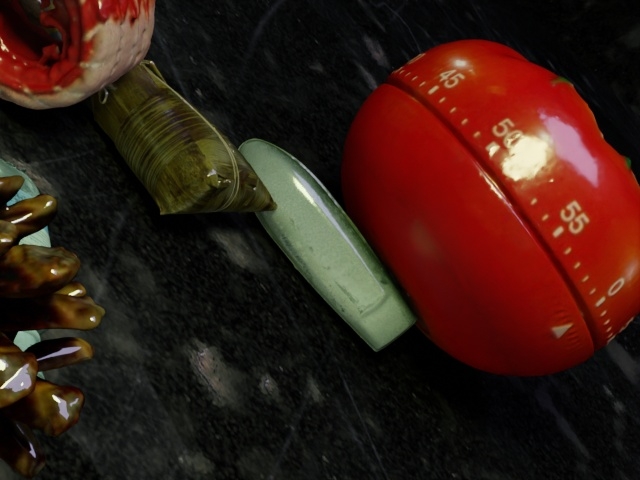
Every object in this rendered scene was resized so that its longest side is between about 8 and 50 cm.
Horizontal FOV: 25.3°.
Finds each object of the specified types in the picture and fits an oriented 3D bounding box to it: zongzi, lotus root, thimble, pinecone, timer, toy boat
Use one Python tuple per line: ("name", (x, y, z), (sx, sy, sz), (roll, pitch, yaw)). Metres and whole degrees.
("zongzi", (-0.133, -0.103, 1.393), (0.187, 0.084, 0.184), (55, 20, 16))
("lotus root", (-0.285, -0.235, 1.356), (0.099, 0.049, 0.054), (35, 28, -20))
("thimble", (-0.242, -0.212, 1.251), (0.189, 0.163, 0.125), (41, 26, -3))
("pinecone", (-0.230, 0.056, 0.796), (0.229, 0.202, 0.201), (-16, 101, -30))
("timer", (0.189, -0.031, 1.565), (0.378, 0.279, 0.378), (53, -2, 3))
("toy boat", (0.000, 0.000, 1.495), (0.260, 0.078, 0.085), (51, -2, -1))

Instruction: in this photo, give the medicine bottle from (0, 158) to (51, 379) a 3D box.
("medicine bottle", (-0.234, 0.025, 1.041), (0.090, 0.053, 0.208), (31, 31, -42))
